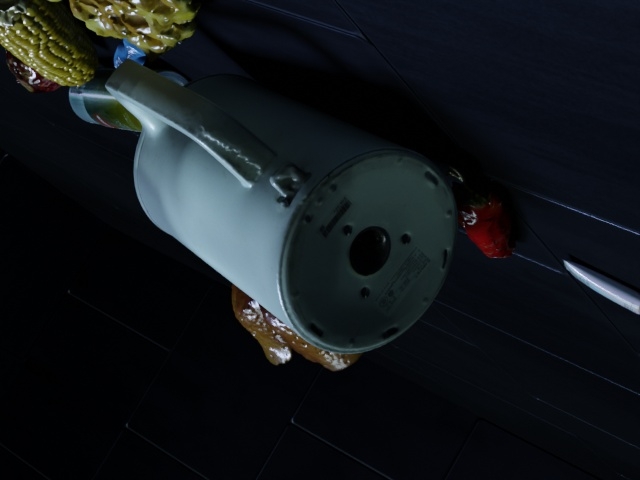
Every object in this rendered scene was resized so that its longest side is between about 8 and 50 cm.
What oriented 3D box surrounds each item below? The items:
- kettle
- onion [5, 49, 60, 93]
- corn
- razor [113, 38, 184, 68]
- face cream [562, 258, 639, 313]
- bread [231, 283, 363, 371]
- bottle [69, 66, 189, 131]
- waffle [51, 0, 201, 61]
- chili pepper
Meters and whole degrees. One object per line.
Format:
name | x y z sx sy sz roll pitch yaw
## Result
kettle | -0.058 -0.043 1.400 0.265 0.205 0.318 3 -161 -35
onion | -0.374 -0.250 1.875 0.107 0.097 0.107 -21 -90 -90
corn | -0.339 -0.254 1.713 0.091 0.091 0.260 38 175 17
razor | -0.213 -0.223 1.613 0.082 0.042 0.253 31 173 -11
face cream | 0.302 0.051 1.462 0.115 0.020 0.038 28 172 25
bread | 0.013 0.021 1.601 0.232 0.246 0.135 2 154 45
bottle | -0.250 -0.185 1.828 0.082 0.082 0.286 35 171 -26
waffle | -0.248 -0.276 1.329 0.302 0.068 0.325 35 173 -22
chili pepper | 0.166 -0.019 1.437 0.059 0.050 0.268 11 166 18
